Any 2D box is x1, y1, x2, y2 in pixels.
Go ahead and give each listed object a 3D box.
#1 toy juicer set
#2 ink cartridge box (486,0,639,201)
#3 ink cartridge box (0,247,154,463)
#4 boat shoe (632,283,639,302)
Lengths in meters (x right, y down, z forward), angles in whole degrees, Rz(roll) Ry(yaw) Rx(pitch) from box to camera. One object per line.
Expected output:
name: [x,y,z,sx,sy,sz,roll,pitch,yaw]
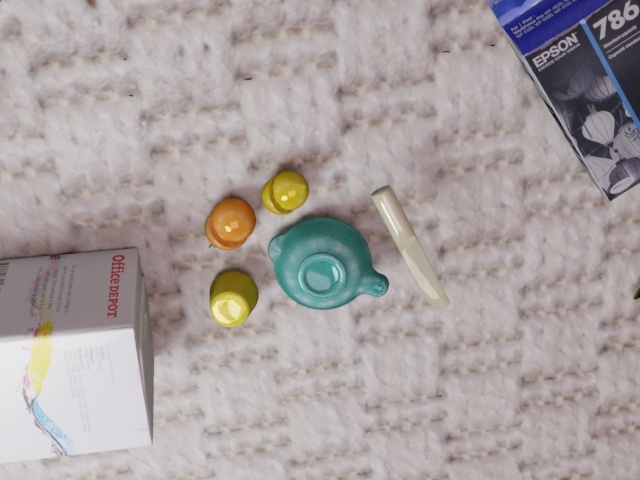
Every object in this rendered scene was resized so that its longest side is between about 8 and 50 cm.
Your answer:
toy juicer set: [0.000,0.000,1.360,0.329,0.089,0.209,-6,108,4]
ink cartridge box: [0.364,-0.219,1.300,0.165,0.065,0.332,-34,118,11]
ink cartridge box: [-0.361,0.149,1.315,0.270,0.198,0.197,-5,120,-5]
boat shoe: [0.509,0.032,1.472,0.048,0.056,0.153,7,126,-18]
